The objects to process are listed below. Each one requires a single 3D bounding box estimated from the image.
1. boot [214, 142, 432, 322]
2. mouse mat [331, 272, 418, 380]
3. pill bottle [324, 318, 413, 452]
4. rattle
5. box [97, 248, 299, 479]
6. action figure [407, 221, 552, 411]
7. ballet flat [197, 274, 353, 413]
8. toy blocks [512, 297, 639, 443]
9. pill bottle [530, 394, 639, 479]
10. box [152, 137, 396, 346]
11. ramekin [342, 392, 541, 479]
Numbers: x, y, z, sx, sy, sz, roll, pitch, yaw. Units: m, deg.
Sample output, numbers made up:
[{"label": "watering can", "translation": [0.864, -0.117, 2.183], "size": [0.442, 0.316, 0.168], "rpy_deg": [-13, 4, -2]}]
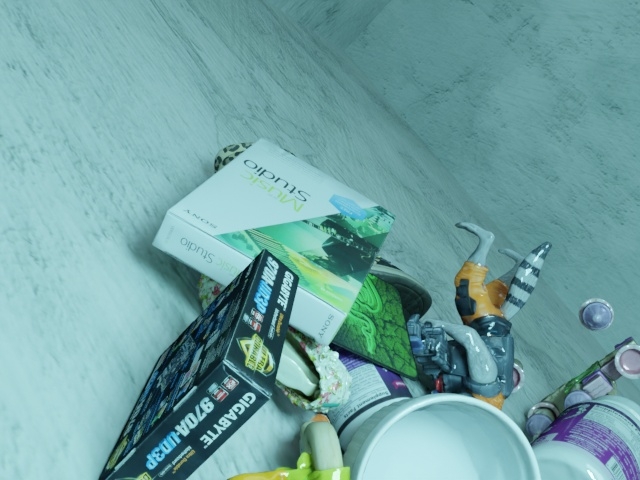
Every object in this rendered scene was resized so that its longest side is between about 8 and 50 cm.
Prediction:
[{"label": "boot", "translation": [0.000, 0.000, 1.222], "size": [0.377, 0.138, 0.284], "rpy_deg": [18, 32, -41]}, {"label": "mouse mat", "translation": [0.056, 0.091, 0.993], "size": [0.153, 0.007, 0.189], "rpy_deg": [27, 28, -22]}, {"label": "pill bottle", "translation": [0.057, 0.202, 0.950], "size": [0.108, 0.108, 0.193], "rpy_deg": [23, 29, -49]}, {"label": "rattle", "translation": [-0.042, 0.241, 0.782], "size": [0.199, 0.143, 0.130], "rpy_deg": [-127, -161, -71]}, {"label": "box", "translation": [-0.102, 0.119, 0.681], "size": [0.051, 0.175, 0.220], "rpy_deg": [40, 19, -12]}, {"label": "action figure", "translation": [0.250, 0.144, 1.205], "size": [0.179, 0.330, 0.341], "rpy_deg": [7, -11, 24]}, {"label": "ballet flat", "translation": [-0.063, 0.109, 0.888], "size": [0.241, 0.091, 0.077], "rpy_deg": [38, 15, 17]}, {"label": "toy blocks", "translation": [0.530, 0.304, 1.478], "size": [0.309, 0.289, 0.260], "rpy_deg": [52, 16, 11]}, {"label": "pill bottle", "translation": [0.432, 0.357, 1.219], "size": [0.169, 0.169, 0.302], "rpy_deg": [51, 35, 17]}, {"label": "box", "translation": [-0.039, -0.016, 0.975], "size": [0.232, 0.058, 0.322], "rpy_deg": [30, 28, 2]}, {"label": "ramekin", "translation": [0.118, 0.264, 0.811], "size": [0.207, 0.207, 0.109], "rpy_deg": [43, -15, -7]}]
